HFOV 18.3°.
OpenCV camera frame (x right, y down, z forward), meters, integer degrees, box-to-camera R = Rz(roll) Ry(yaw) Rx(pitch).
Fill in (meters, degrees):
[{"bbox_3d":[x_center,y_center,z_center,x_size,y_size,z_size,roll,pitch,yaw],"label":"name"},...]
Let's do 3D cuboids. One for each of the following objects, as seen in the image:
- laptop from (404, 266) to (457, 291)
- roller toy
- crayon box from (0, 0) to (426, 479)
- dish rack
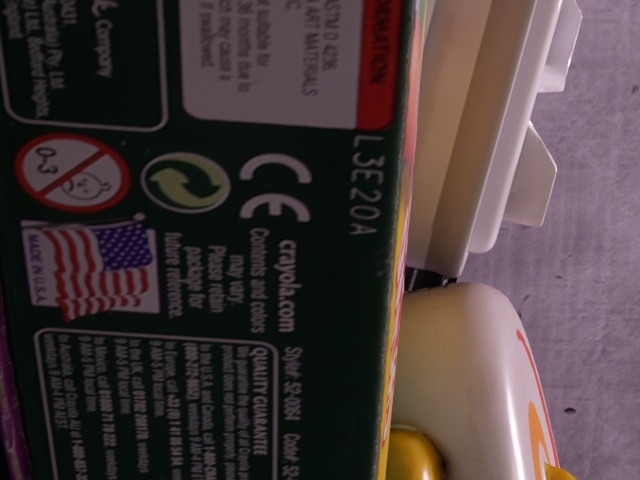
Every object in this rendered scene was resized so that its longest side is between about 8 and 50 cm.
[{"bbox_3d":[0.000,0.000,1.720,0.408,0.236,0.382,-53,164,-43],"label":"laptop"},{"bbox_3d":[0.033,0.114,0.788,0.191,0.146,0.209,-90,165,-48],"label":"roller toy"},{"bbox_3d":[-0.025,-0.087,0.577,0.363,0.106,0.313,92,1,-50],"label":"crayon box"},{"bbox_3d":[0.096,-0.141,0.880,0.333,0.072,0.286,-66,169,-67],"label":"dish rack"}]
